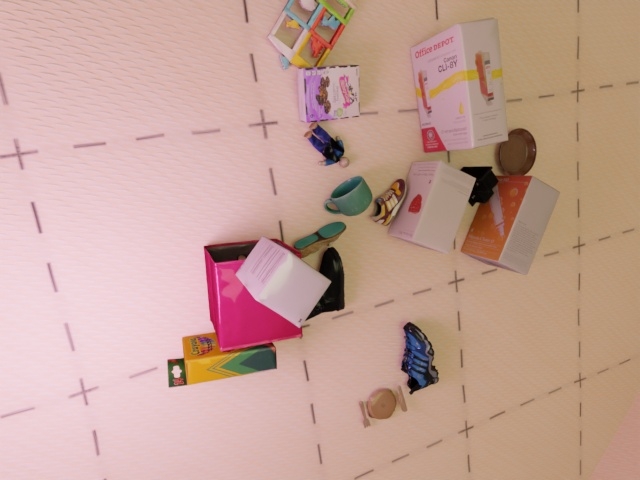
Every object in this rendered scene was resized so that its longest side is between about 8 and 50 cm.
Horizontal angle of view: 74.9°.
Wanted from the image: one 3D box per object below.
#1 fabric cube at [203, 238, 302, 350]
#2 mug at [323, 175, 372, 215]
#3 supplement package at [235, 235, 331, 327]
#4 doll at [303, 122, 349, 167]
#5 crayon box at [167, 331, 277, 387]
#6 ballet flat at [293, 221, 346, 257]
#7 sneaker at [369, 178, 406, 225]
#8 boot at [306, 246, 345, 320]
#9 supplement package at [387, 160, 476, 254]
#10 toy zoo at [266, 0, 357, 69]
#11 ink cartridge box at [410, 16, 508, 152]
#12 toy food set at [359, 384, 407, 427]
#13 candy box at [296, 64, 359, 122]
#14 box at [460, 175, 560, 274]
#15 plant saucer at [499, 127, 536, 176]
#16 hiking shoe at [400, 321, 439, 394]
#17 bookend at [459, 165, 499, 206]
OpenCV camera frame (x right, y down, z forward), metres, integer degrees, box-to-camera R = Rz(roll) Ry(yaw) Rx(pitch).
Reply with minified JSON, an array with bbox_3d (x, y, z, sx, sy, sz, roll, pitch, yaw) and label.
[{"bbox_3d":[-0.211,0.150,1.292,0.253,0.259,0.259,-7,103,-21],"label":"fabric cube"},{"bbox_3d":[0.105,-0.144,1.448,0.097,0.157,0.129,53,54,-23],"label":"mug"},{"bbox_3d":[-0.101,0.095,1.051,0.139,0.244,0.134,37,84,-23],"label":"supplement package"},{"bbox_3d":[0.027,-0.311,1.422,0.189,0.046,0.129,36,76,-29],"label":"doll"},{"bbox_3d":[-0.316,0.357,1.312,0.318,0.202,0.081,-5,100,-21],"label":"crayon box"},{"bbox_3d":[0.000,0.000,1.462,0.206,0.073,0.067,-24,134,-14],"label":"ballet flat"},{"bbox_3d":[0.247,-0.148,1.524,0.083,0.069,0.186,23,89,-28],"label":"sneaker"},{"bbox_3d":[-0.023,0.161,1.453,0.207,0.094,0.247,-13,109,-23],"label":"boot"},{"bbox_3d":[0.402,-0.122,1.531,0.175,0.177,0.293,18,91,-24],"label":"supplement package"},{"bbox_3d":[-0.037,-0.670,1.319,0.192,0.030,0.293,29,99,-27],"label":"toy zoo"},{"bbox_3d":[0.470,-0.514,1.440,0.160,0.279,0.386,-15,103,-18],"label":"ink cartridge box"},{"bbox_3d":[0.246,0.660,1.680,0.191,0.038,0.133,-16,97,-13],"label":"toy food set"},{"bbox_3d":[0.028,-0.482,1.365,0.196,0.070,0.165,-12,116,-19],"label":"candy box"},{"bbox_3d":[0.745,-0.068,1.655,0.168,0.215,0.346,22,90,-23],"label":"box"},{"bbox_3d":[0.808,-0.361,1.729,0.198,0.036,0.199,-3,99,-21],"label":"plant saucer"},{"bbox_3d":[0.376,0.470,1.653,0.131,0.113,0.305,-26,107,-17],"label":"hiking shoe"},{"bbox_3d":[0.621,-0.206,1.616,0.072,0.156,0.157,-46,112,-9],"label":"bookend"}]
